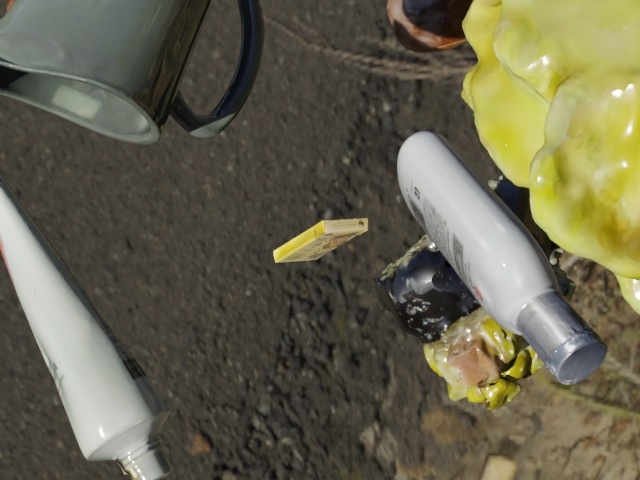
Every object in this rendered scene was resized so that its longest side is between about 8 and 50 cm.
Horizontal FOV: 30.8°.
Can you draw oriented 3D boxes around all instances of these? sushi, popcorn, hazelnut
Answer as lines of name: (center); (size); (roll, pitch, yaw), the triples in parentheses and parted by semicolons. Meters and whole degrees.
sushi: (0.273, 0.081, 1.838); (0.329, 0.328, 0.285); (-40, 86, -7)
popcorn: (0.194, -0.074, 0.545); (0.256, 0.195, 0.255); (20, 38, 14)
hazelnut: (0.149, -0.322, 1.518); (0.143, 0.154, 0.143); (-1, 48, 1)

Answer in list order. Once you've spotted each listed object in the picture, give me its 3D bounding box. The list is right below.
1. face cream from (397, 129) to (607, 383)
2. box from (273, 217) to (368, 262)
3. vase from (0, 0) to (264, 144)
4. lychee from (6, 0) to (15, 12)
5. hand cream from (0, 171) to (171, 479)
face cream: (0.167, 0.017, 1.103); (0.071, 0.144, 0.291); (-29, 46, -4)
box: (0.000, 0.000, 1.605); (0.073, 0.149, 0.020); (-3, 74, -32)
vase: (-0.140, -0.223, 0.974); (0.156, 0.251, 0.300); (2, 63, 55)
lychee: (-0.315, -0.281, 1.428); (0.140, 0.114, 0.101); (2, 29, -22)
hand cream: (-0.223, 0.057, 0.968); (0.078, 0.124, 0.340); (-31, 76, -15)
